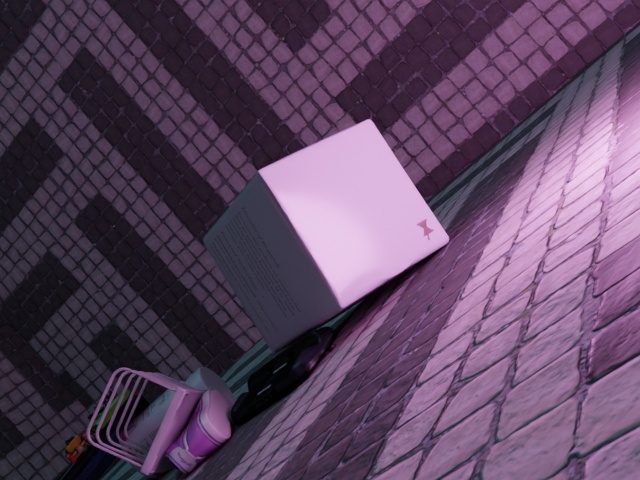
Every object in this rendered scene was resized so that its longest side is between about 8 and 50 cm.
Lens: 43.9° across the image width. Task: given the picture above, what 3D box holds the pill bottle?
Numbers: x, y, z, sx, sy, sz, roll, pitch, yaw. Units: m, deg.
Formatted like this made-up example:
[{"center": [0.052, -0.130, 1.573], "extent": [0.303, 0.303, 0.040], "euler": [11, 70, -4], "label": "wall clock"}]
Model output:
[{"center": [-0.370, 0.469, 2.064], "extent": [0.283, 0.160, 0.160], "euler": [-42, 0, 7], "label": "pill bottle"}]

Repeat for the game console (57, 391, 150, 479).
[{"center": [-0.599, 0.582, 2.139], "extent": [0.386, 0.060, 0.342], "euler": [-53, -2, -18], "label": "game console"}]

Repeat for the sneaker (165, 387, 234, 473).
[{"center": [-0.275, 0.430, 1.781], "extent": [0.161, 0.102, 0.282], "euler": [-46, -1, 3], "label": "sneaker"}]

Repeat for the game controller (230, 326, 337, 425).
[{"center": [-0.083, 0.294, 1.703], "extent": [0.319, 0.067, 0.166], "euler": [-42, 15, 44], "label": "game controller"}]

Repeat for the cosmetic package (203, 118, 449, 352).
[{"center": [0.000, 0.000, 1.780], "extent": [0.330, 0.327, 0.394], "euler": [-29, -7, -32], "label": "cosmetic package"}]

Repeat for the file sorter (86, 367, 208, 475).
[{"center": [-0.389, 0.404, 1.820], "extent": [0.277, 0.173, 0.192], "euler": [68, -136, -77], "label": "file sorter"}]

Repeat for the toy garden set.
[{"center": [-0.570, 0.456, 1.969], "extent": [0.203, 0.049, 0.244], "euler": [-53, 7, -27], "label": "toy garden set"}]
